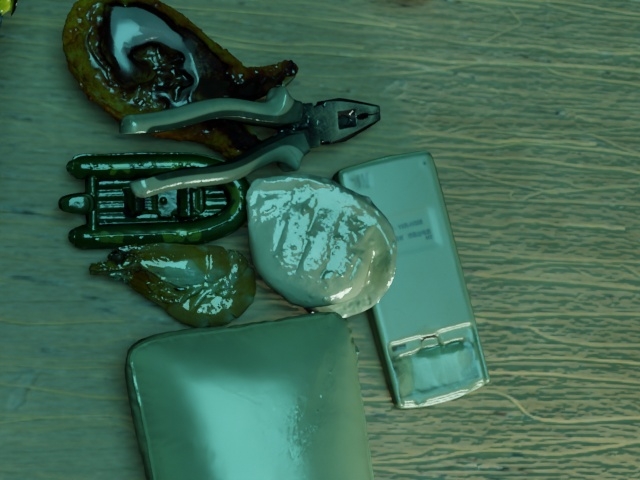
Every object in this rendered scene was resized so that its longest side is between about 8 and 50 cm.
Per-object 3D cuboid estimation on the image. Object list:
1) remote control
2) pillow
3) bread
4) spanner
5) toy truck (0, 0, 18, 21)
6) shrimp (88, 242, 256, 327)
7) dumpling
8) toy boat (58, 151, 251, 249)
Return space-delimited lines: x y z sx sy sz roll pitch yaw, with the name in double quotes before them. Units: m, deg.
"remote control" 0.103 0.045 1.598 0.123 0.038 0.285 -15 86 -17
"pillow" -0.060 0.243 1.467 0.255 0.120 0.322 -6 82 -17
"bread" -0.158 -0.177 1.539 0.269 0.095 0.139 23 83 -28
"spanner" -0.067 -0.116 1.521 0.325 0.040 0.095 -13 98 -34
"toy truck" -0.402 -0.164 1.422 0.161 0.162 0.385 10 76 -14
"shrimp" -0.156 0.041 1.514 0.184 0.043 0.091 14 86 -18
"dumpling" 0.001 0.001 1.537 0.150 0.092 0.176 -30 85 2
"toy boat" -0.176 -0.043 1.520 0.210 0.052 0.104 -1 93 -16
